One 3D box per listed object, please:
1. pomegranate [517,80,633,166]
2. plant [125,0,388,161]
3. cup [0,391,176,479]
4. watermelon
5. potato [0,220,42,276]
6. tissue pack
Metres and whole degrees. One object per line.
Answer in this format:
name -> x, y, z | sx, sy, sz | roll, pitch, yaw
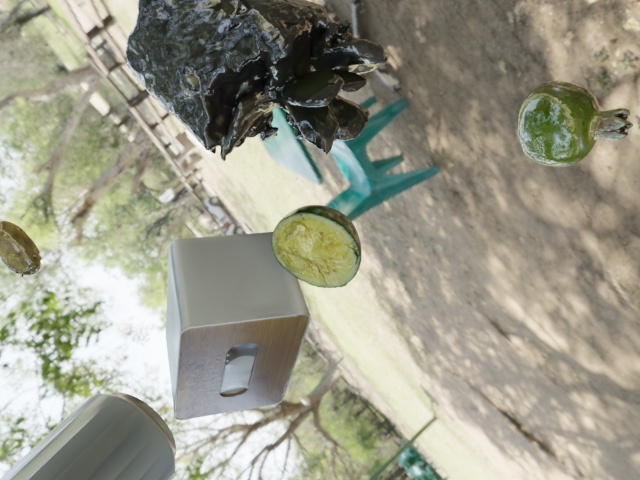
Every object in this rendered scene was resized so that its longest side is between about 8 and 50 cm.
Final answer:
pomegranate -> 0.492, -0.230, 1.275 | 0.179, 0.179, 0.210 | 50, 174, -23
plant -> -0.076, -0.200, 0.752 | 0.276, 0.188, 0.199 | 28, -155, 10
cup -> -0.474, 0.463, 1.192 | 0.322, 0.327, 0.237 | -8, 113, 30
watermelon -> 0.000, 0.000, 0.716 | 0.105, 0.062, 0.106 | 13, 134, 13
potato -> -0.409, 0.011, 0.858 | 0.083, 0.051, 0.040 | 60, -175, -16
tissue pack -> -0.124, 0.118, 0.863 | 0.246, 0.159, 0.136 | 107, 151, -49
